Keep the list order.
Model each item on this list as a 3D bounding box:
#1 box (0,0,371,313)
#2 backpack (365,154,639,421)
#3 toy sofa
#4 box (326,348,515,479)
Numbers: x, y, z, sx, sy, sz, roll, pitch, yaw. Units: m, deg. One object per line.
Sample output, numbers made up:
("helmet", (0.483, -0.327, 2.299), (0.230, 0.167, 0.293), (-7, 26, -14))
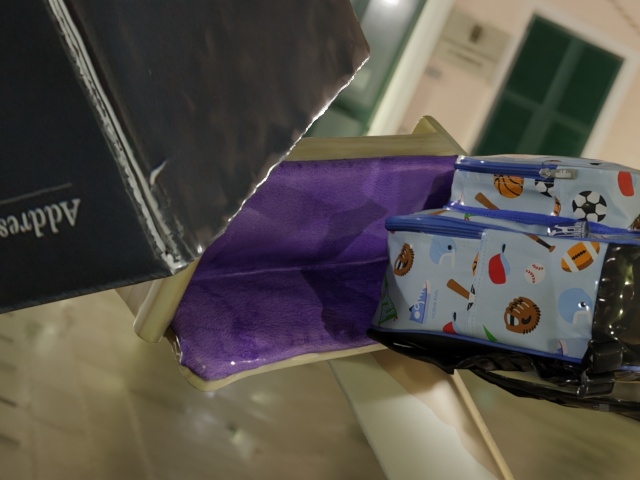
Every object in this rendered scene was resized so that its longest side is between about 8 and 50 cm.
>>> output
("box", (-0.299, -0.200, 0.773), (0.479, 0.472, 0.297), (-12, 20, 26))
("backpack", (0.178, 0.032, 1.255), (0.263, 0.213, 0.276), (-1, -11, 30))
("toy sofa", (0.000, 0.000, 1.339), (0.362, 0.150, 0.177), (-5, 44, -42))
("box", (0.131, 0.236, 1.752), (0.311, 0.121, 0.148), (62, 6, 7))
